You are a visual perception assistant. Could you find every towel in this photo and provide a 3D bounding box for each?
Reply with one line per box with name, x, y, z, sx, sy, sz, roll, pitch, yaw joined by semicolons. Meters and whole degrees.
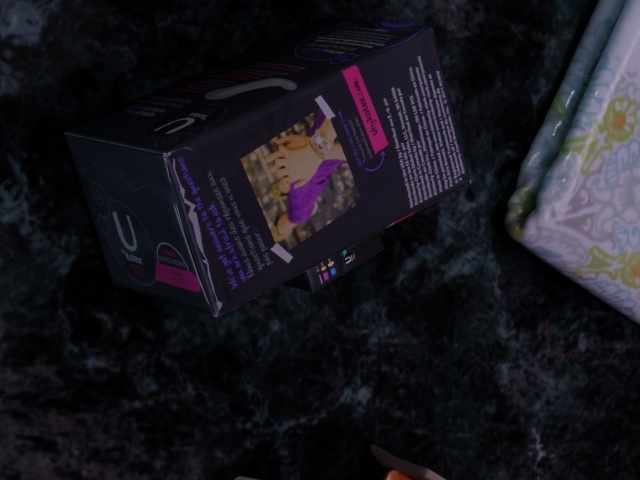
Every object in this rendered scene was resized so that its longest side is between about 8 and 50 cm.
towel;0.361;-0.102;1.894;0.320;0.090;0.374;31;80;-32

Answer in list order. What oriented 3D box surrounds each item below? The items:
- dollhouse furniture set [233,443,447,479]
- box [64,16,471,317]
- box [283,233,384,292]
dollhouse furniture set;0.029;0.309;1.690;0.259;0.135;0.262;36;77;-34
box;-0.039;-0.066;1.560;0.270;0.165;0.143;-27;112;-29
box;0.000;0.000;1.663;0.083;0.062;0.052;-31;116;-27
